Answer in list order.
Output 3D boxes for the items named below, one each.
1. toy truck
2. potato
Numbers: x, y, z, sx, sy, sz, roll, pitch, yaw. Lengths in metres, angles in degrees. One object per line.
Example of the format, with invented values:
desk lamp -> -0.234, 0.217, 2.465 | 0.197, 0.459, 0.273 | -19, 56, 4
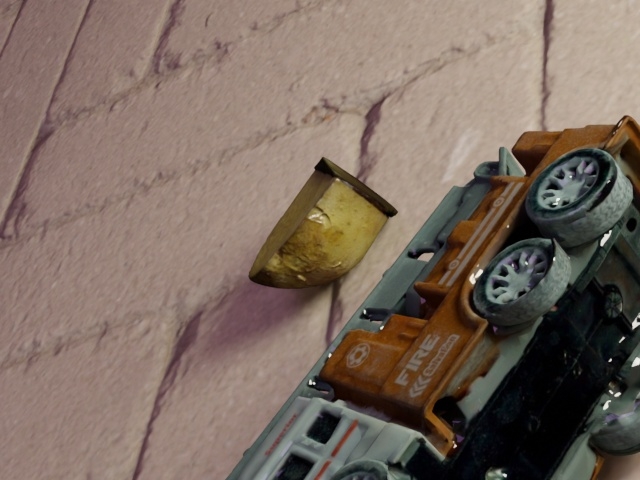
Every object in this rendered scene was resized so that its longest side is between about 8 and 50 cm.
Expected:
toy truck -> 0.062, 0.094, 0.711 | 0.338, 0.133, 0.184 | -52, 29, -17
potato -> 0.000, 0.000, 0.953 | 0.103, 0.066, 0.096 | -52, 10, 8
